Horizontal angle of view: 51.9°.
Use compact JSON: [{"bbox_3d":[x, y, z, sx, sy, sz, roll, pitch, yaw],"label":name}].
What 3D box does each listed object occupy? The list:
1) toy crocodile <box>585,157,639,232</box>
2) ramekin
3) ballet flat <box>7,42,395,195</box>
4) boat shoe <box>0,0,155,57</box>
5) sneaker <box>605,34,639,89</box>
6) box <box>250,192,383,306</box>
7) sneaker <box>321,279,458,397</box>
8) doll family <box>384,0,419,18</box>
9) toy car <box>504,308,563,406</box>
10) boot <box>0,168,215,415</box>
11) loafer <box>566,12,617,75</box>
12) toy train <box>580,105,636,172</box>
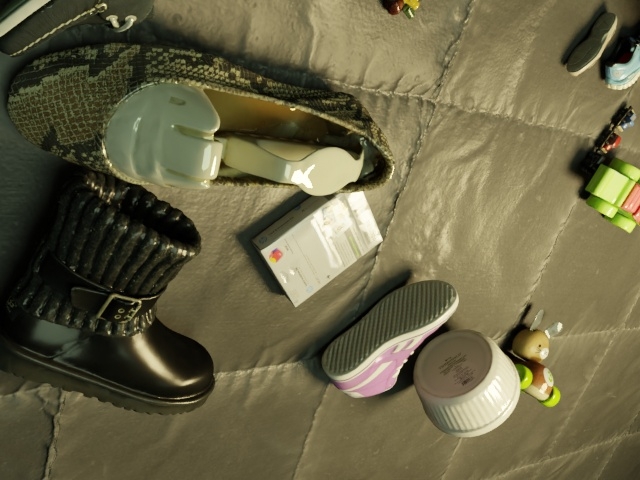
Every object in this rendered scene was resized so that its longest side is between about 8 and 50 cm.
[{"bbox_3d":[0.667,-0.087,1.417,0.340,0.105,0.115,19,106,-47],"label":"toy crocodile"},{"bbox_3d":[0.286,0.276,1.325,0.207,0.207,0.109,-40,125,-8],"label":"ramekin"},{"bbox_3d":[-0.098,-0.123,0.782,0.482,0.182,0.164,1,124,-36],"label":"ballet flat"},{"bbox_3d":[-0.193,-0.266,0.667,0.302,0.114,0.091,-38,128,-8],"label":"boat shoe"},{"bbox_3d":[0.595,-0.356,1.224,0.162,0.063,0.073,-45,130,-5],"label":"sneaker"},{"bbox_3d":[0.000,0.000,1.040,0.186,0.038,0.145,-38,134,-11],"label":"box"},{"bbox_3d":[0.143,0.191,1.239,0.282,0.102,0.161,-32,137,-1],"label":"sneaker"},{"bbox_3d":[0.109,-0.372,0.852,0.111,0.076,0.193,-34,128,-7],"label":"doll family"},{"bbox_3d":[0.496,0.260,1.519,0.155,0.149,0.189,33,85,-34],"label":"toy car"},{"bbox_3d":[-0.222,0.081,0.850,0.347,0.131,0.260,27,106,-44],"label":"boot"},{"bbox_3d":[0.487,-0.342,1.169,0.125,0.045,0.039,-56,141,4],"label":"loafer"},{"bbox_3d":[0.590,-0.204,1.338,0.027,0.036,0.158,28,100,-44],"label":"toy train"}]
